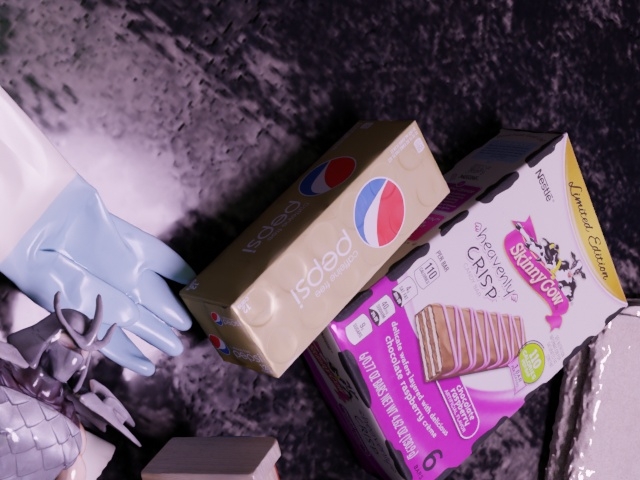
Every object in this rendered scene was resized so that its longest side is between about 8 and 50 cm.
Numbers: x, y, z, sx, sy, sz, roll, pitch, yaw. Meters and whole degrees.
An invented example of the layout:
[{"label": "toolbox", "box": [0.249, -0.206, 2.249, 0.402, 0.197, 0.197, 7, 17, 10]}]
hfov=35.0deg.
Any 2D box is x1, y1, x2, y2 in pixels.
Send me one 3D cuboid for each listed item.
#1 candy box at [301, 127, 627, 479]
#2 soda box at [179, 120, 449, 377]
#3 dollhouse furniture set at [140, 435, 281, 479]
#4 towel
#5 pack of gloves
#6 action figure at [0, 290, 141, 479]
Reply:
[{"label": "candy box", "box": [0.103, 0.046, 0.724, 0.233, 0.071, 0.159, -38, 117, -23]}, {"label": "soda box", "box": [0.000, 0.000, 0.642, 0.181, 0.058, 0.061, -46, 122, -27]}, {"label": "dollhouse furniture set", "box": [0.003, 0.182, 0.617, 0.129, 0.129, 0.184, -47, 126, -57]}, {"label": "towel", "box": [0.269, 0.186, 0.876, 0.187, 0.049, 0.282, 5, 97, -33]}, {"label": "pack of gloves", "box": [-0.185, 0.042, 0.559, 0.195, 0.046, 0.232, -55, 132, -15]}, {"label": "action figure", "box": [-0.184, 0.149, 0.500, 0.185, 0.099, 0.285, 41, 72, -35]}]
